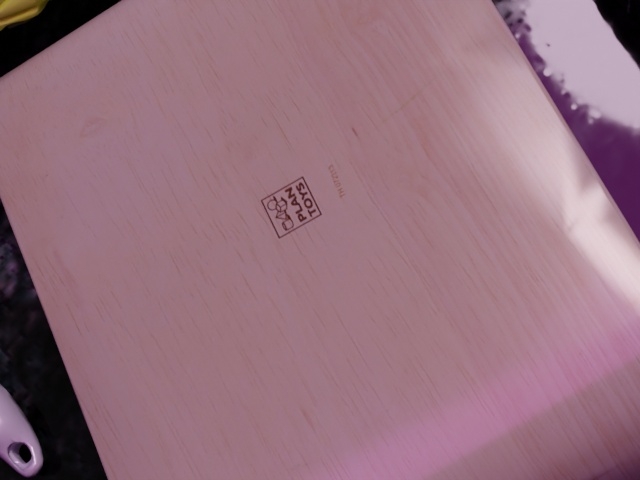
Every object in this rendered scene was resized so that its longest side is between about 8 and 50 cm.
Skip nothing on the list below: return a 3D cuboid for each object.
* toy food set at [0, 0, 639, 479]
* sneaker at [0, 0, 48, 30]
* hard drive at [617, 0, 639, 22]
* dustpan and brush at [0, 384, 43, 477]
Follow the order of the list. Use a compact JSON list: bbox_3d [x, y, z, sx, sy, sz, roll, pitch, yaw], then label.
[{"bbox_3d":[0.000,0.000,0.530,0.219,0.092,0.306,-30,67,7],"label":"toy food set"},{"bbox_3d":[-0.090,-0.184,0.533,0.295,0.123,0.109,-22,39,13],"label":"sneaker"},{"bbox_3d":[0.167,-0.265,0.537,0.237,0.064,0.339,-31,76,7],"label":"hard drive"},{"bbox_3d":[-0.199,0.026,0.586,0.147,0.060,0.211,-42,68,5],"label":"dustpan and brush"}]
